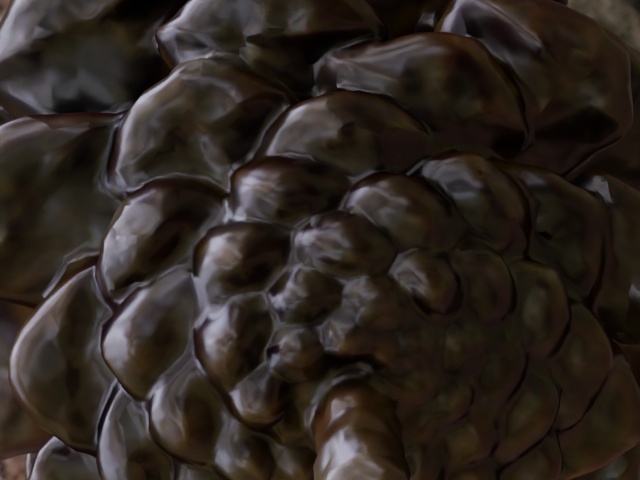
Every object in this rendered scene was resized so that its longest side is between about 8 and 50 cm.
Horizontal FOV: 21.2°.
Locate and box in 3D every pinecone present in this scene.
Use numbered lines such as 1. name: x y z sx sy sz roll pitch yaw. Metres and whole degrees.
1. pinecone: 0.000 0.000 0.551 0.244 0.244 0.309 -48 6 12
